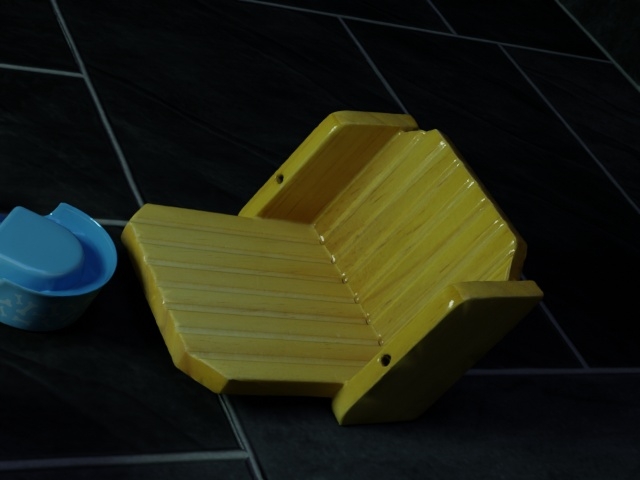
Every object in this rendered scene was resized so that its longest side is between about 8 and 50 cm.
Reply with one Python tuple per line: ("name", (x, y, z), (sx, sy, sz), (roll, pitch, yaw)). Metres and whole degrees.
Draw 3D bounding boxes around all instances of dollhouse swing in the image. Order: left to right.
("dollhouse swing", (0.000, 0.000, 1.450), (0.305, 0.315, 0.347), (24, 27, -43))

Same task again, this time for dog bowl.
("dog bowl", (-0.374, 0.001, 1.364), (0.297, 0.074, 0.166), (26, 33, -3))
